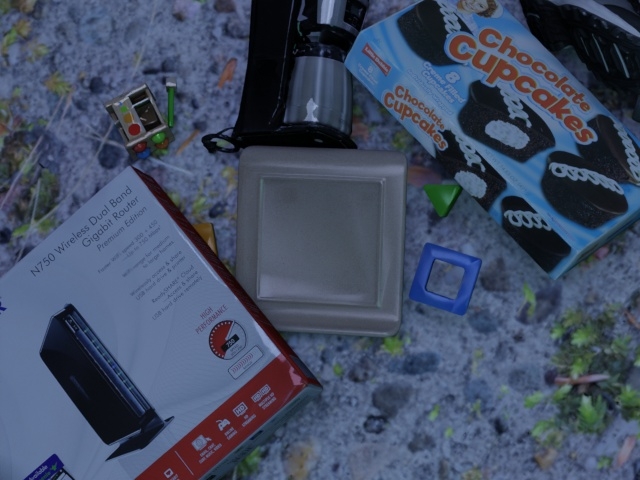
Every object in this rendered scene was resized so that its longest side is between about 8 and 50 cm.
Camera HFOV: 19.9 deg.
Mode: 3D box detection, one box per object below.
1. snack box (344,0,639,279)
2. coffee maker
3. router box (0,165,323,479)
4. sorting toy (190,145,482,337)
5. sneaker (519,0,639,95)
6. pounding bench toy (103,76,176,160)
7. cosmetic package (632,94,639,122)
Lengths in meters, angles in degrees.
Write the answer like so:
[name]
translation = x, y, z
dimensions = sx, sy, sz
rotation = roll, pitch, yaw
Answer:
[snack box]
translation = 0.199, -0.124, 1.898
dimensions = 0.322, 0.060, 0.187
rotation = 47, 50, 13
[coffee maker]
translation = -0.038, -0.187, 1.953
dimensions = 0.171, 0.120, 0.178
rotation = 4, 76, 7
[router box]
translation = -0.220, 0.145, 1.884
dimensions = 0.335, 0.082, 0.301
rotation = -42, 76, 5
[sorting toy]
translation = 0.000, 0.000, 1.925
dimensions = 0.348, 0.047, 0.196
rotation = 3, 90, 11
[sneaker]
translation = 0.297, -0.234, 1.878
dimensions = 0.108, 0.271, 0.100
rotation = -30, 120, -5
[pounding bench toy]
translation = -0.182, -0.133, 1.988
dimensions = 0.083, 0.052, 0.065
rotation = -28, 75, -2
[cosmetic package]
translation = 0.417, -0.230, 1.916
dimensions = 0.107, 0.127, 0.238
rotation = 25, 82, 11
